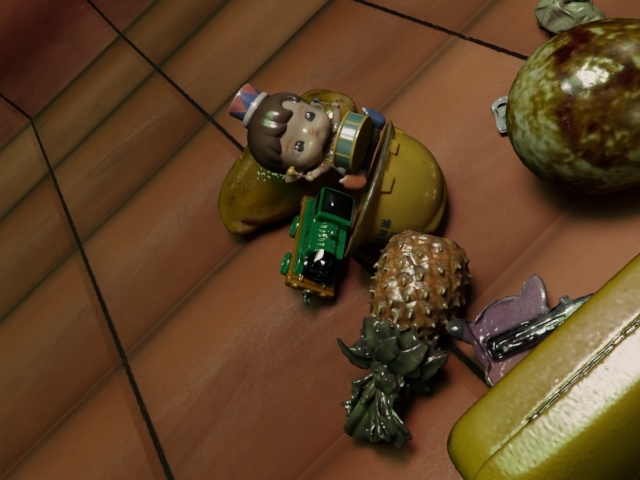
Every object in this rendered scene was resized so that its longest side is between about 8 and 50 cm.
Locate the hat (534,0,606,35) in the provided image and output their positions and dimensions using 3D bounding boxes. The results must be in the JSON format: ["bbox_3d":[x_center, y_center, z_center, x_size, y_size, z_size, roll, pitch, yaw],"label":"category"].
[{"bbox_3d":[0.464,-0.441,1.056,0.122,0.081,0.166,-4,47,30],"label":"hat"}]

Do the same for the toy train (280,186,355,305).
[{"bbox_3d":[0.000,0.000,0.998,0.136,0.091,0.228,132,153,-54],"label":"toy train"}]

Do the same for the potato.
[{"bbox_3d":[-0.066,-0.155,1.166,0.369,0.195,0.176,-39,0,14],"label":"potato"}]

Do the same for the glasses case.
[{"bbox_3d":[0.322,0.172,0.622,0.371,0.173,0.141,-43,44,3],"label":"glasses case"}]

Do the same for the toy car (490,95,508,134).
[{"bbox_3d":[0.332,-0.229,1.020,0.041,0.025,0.093,-19,50,21],"label":"toy car"}]

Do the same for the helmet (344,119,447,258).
[{"bbox_3d":[0.139,-0.071,0.946,0.140,0.205,0.257,16,51,-1],"label":"helmet"}]

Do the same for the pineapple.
[{"bbox_3d":[0.112,0.142,0.831,0.170,0.141,0.310,10,72,32],"label":"pineapple"}]

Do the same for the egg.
[{"bbox_3d":[0.408,-0.185,0.785,0.289,0.238,0.238,-6,55,20],"label":"egg"}]

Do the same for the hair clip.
[{"bbox_3d":[0.281,0.128,0.748,0.187,0.056,0.146,-31,69,2],"label":"hair clip"}]

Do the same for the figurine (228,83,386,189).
[{"bbox_3d":[-0.031,-0.183,0.983,0.275,0.158,0.161,13,77,15],"label":"figurine"}]
